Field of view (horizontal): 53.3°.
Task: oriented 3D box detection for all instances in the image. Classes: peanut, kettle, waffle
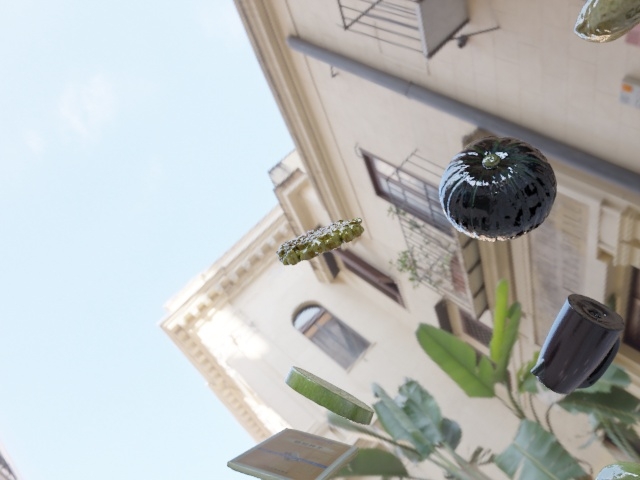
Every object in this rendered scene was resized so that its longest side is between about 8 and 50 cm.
[{"bbox_3d":[0.610,-0.472,1.212,0.125,0.111,0.274,-13,-10,-41],"label":"peanut"},{"bbox_3d":[0.641,0.268,1.579,0.201,0.144,0.232,8,-61,-24],"label":"kettle"},{"bbox_3d":[-0.003,0.002,1.254,0.191,0.191,0.038,-27,-80,-33],"label":"waffle"}]

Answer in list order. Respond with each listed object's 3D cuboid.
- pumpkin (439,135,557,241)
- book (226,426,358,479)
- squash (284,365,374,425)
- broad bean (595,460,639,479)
[{"bbox_3d":[0.393,-0.091,1.406,0.248,0.248,0.248,-28,-46,-32],"label":"pumpkin"},{"bbox_3d":[-0.044,0.406,1.196,0.241,0.170,0.018,3,-84,-68],"label":"book"},{"bbox_3d":[0.029,0.404,1.665,0.252,0.252,0.049,34,-100,-53],"label":"squash"},{"bbox_3d":[0.484,0.394,0.919,0.124,0.174,0.082,-35,16,49],"label":"broad bean"}]
